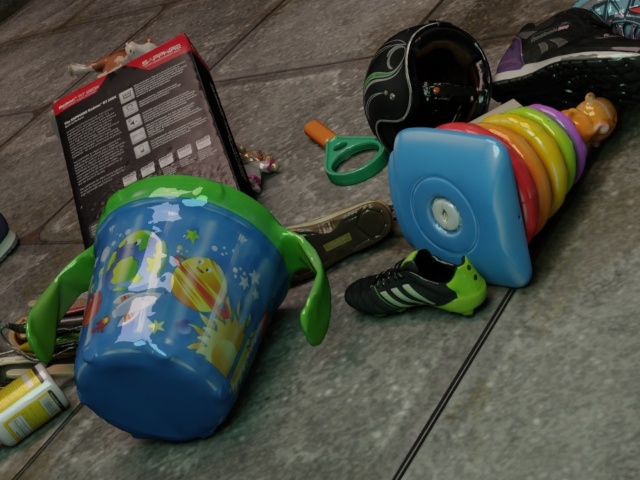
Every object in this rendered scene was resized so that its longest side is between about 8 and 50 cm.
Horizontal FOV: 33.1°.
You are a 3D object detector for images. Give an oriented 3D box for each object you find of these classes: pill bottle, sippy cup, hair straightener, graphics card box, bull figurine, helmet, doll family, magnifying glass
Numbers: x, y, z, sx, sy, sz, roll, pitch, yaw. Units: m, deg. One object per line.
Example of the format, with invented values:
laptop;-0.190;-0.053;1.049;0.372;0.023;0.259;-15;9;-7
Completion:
pill bottle;-0.368;0.207;1.301;0.116;0.065;0.065;-36;29;-16
sippy cup;-0.159;0.086;1.173;0.305;0.240;0.224;-37;29;38
hair straightener;-0.284;0.105;1.347;0.230;0.047;0.089;-8;35;-10
graphics card box;-0.228;-0.097;1.502;0.232;0.094;0.371;-27;52;5
bull figurine;-0.393;-0.328;2.119;0.188;0.101;0.310;-11;4;-5
helmet;0.133;-0.191;1.405;0.169;0.169;0.161;-42;2;-25
doll family;-0.200;-0.109;1.623;0.262;0.118;0.163;-16;33;18
magnifying glass;0.027;-0.135;1.566;0.092;0.026;0.231;-32;27;-7

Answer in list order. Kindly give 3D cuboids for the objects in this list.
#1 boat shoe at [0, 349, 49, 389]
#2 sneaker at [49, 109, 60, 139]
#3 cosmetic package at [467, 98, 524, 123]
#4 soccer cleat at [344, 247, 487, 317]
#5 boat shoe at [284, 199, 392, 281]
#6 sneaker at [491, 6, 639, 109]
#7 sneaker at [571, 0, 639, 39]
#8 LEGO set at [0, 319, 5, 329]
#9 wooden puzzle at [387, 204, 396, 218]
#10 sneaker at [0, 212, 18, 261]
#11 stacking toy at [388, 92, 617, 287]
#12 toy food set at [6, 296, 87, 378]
boat shoe;-0.421;0.176;1.424;0.137;0.049;0.043;-20;30;4
sneaker;-0.377;-0.228;2.025;0.282;0.102;0.161;11;40;39
cosmetic package;0.207;-0.121;1.342;0.115;0.060;0.041;-29;29;1
soccer cleat;0.095;0.043;1.152;0.178;0.072;0.060;-3;37;39
boat shoe;0.000;0.000;1.334;0.190;0.068;0.072;-18;14;8
sneaker;0.317;-0.236;1.307;0.283;0.107;0.124;5;69;59
sneaker;0.415;-0.267;1.356;0.261;0.104;0.125;-10;35;31
LEGO set;-0.604;0.115;1.478;0.255;0.192;0.331;-44;22;-20
wooden puzzle;0.064;-0.026;1.367;0.083;0.006;0.049;-5;35;36
sneaker;-0.640;0.045;1.748;0.112;0.131;0.319;-4;36;38
stacking toy;0.234;-0.092;1.200;0.301;0.175;0.165;-32;28;-33
toy food set;-0.345;0.112;1.424;0.132;0.039;0.192;-3;28;-5
